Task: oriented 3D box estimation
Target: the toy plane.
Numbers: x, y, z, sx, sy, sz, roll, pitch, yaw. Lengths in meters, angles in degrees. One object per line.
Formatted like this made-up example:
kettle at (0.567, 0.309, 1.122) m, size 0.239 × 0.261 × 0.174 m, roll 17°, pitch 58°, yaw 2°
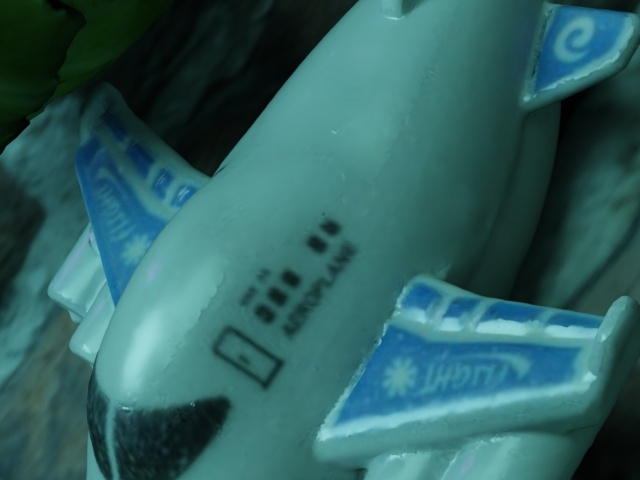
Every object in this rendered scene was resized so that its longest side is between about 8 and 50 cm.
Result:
toy plane at (0.003, 0.003, 0.633) m, size 0.267 × 0.123 × 0.266 m, roll -19°, pitch 57°, yaw 32°

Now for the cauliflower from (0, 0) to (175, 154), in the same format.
cauliflower at (-0.188, -0.154, 0.663) m, size 0.256 × 0.315 × 0.239 m, roll -2°, pitch 64°, yaw 60°
